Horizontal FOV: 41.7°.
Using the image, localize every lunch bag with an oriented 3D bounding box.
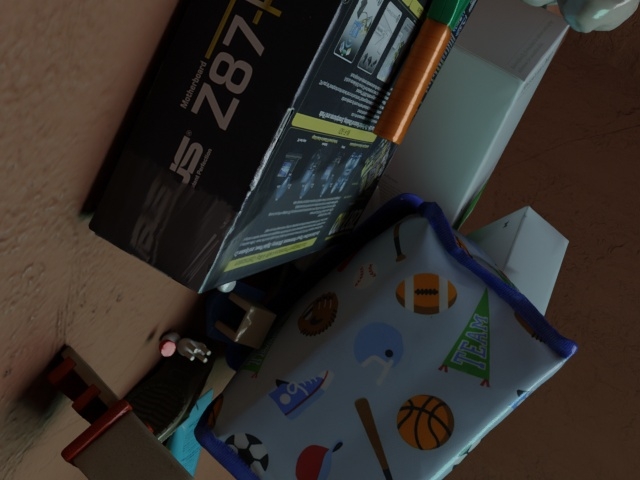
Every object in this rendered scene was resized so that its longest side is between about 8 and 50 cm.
[{"bbox_3d":[0.061,0.122,0.944,0.328,0.239,0.385,-42,179,6],"label":"lunch bag"}]

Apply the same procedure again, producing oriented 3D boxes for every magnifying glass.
[{"bbox_3d":[0.095,-0.179,0.607,0.230,0.026,0.092,-67,167,7],"label":"magnifying glass"}]

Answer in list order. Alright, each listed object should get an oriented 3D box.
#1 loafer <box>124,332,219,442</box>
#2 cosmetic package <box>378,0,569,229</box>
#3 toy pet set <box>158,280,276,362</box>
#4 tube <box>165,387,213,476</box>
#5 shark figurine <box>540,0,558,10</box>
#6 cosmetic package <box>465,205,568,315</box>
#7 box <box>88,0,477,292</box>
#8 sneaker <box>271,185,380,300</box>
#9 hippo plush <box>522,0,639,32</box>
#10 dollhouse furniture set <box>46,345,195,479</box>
[{"bbox_3d":[-0.144,0.152,0.799,0.148,0.056,0.050,-49,158,-42],"label":"loafer"},{"bbox_3d":[0.180,-0.154,1.178,0.197,0.155,0.365,-48,166,-41],"label":"cosmetic package"},{"bbox_3d":[-0.099,0.053,0.795,0.114,0.065,0.122,26,91,-44],"label":"toy pet set"},{"bbox_3d":[-0.175,0.279,1.023,0.080,0.052,0.207,-47,159,-65],"label":"tube"},{"bbox_3d":[0.286,-0.378,1.294,0.278,0.166,0.116,-35,133,-23],"label":"shark figurine"},{"bbox_3d":[0.168,0.136,1.245,0.377,0.097,0.284,-31,-153,54],"label":"cosmetic package"},{"bbox_3d":[0.015,-0.137,0.654,0.318,0.097,0.395,-64,169,11],"label":"box"},{"bbox_3d":[0.000,0.000,1.013,0.094,0.080,0.212,-23,144,-49],"label":"sneaker"},{"bbox_3d":[0.244,-0.345,0.881,0.234,0.294,0.236,-58,-167,5],"label":"hippo plush"},{"bbox_3d":[-0.216,0.214,0.565,0.259,0.135,0.262,-44,164,-17],"label":"dollhouse furniture set"}]
